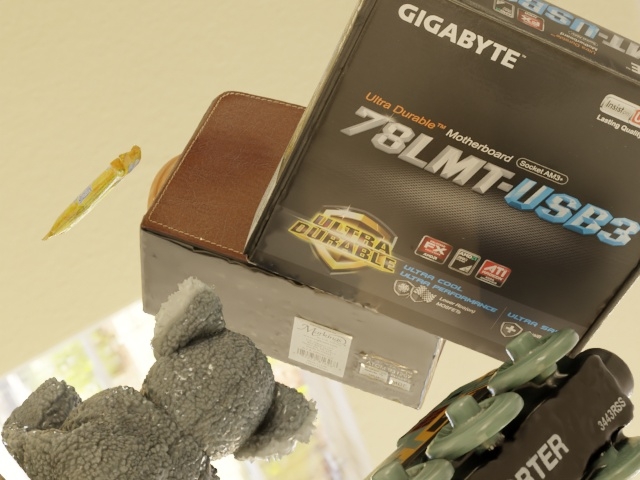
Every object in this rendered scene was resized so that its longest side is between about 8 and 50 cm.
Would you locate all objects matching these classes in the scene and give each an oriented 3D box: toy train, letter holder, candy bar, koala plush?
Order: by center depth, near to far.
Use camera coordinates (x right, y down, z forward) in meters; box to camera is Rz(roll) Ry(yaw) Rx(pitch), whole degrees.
[{"bbox_3d":[0.100,0.188,0.952,0.142,0.334,0.190,54,137,0],"label":"toy train"},{"bbox_3d":[-0.123,0.159,1.103,0.196,0.221,0.203,51,165,-5],"label":"koala plush"},{"bbox_3d":[-0.212,-0.042,1.240,0.018,0.040,0.161,48,136,-5],"label":"candy bar"},{"bbox_3d":[0.000,0.000,1.336,0.301,0.214,0.152,19,144,8],"label":"letter holder"}]

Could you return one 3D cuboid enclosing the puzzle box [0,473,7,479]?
[{"bbox_3d":[-0.428,0.268,1.126,0.409,0.052,0.272,-39,96,29],"label":"puzzle box"}]

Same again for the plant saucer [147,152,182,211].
[{"bbox_3d":[-0.122,-0.025,1.669,0.037,0.200,0.200,-27,92,48],"label":"plant saucer"}]

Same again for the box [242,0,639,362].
[{"bbox_3d":[0.126,-0.051,1.048,0.295,0.073,0.293,23,130,-8],"label":"box"}]
